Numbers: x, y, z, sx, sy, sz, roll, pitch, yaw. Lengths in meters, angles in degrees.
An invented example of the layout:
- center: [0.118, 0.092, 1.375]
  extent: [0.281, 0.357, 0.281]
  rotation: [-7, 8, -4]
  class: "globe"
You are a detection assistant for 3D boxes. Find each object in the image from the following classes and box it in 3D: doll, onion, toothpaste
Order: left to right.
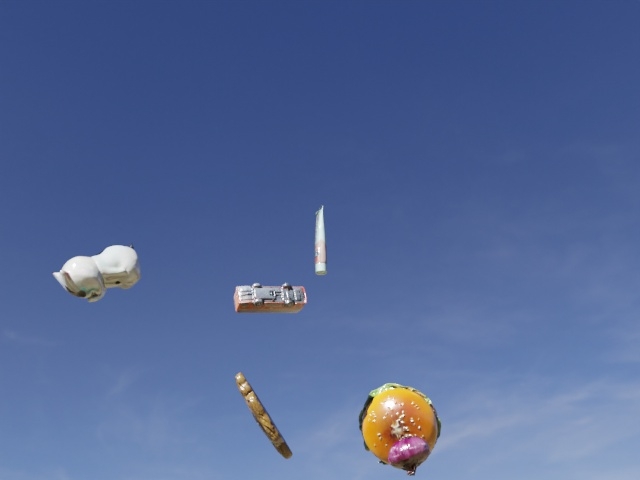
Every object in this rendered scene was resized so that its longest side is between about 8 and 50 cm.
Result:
- center: [-0.494, 0.075, 1.539]
  extent: [0.180, 0.107, 0.110]
  rotation: [-20, -3, -32]
  class: "doll"
- center: [0.000, 0.000, 1.998]
  extent: [0.036, 0.205, 0.056]
  rotation: [8, -27, -19]
  class: "toothpaste"
- center: [0.237, 0.574, 1.824]
  extent: [0.115, 0.104, 0.115]
  rotation: [-5, -32, -3]
  class: "onion"

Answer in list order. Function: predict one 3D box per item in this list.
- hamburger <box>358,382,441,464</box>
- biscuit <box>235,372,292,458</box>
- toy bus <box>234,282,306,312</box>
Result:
- center: [0.226, 0.540, 1.985]
  extent: [0.246, 0.246, 0.170]
  rotation: [-10, -8, 11]
  class: "hamburger"
- center: [-0.169, 0.505, 1.960]
  extent: [0.041, 0.290, 0.208]
  rotation: [-33, 10, -11]
  class: "biscuit"
- center: [-0.138, 0.161, 1.861]
  extent: [0.192, 0.065, 0.077]
  rotation: [3, -37, -21]
  class: "toy bus"
